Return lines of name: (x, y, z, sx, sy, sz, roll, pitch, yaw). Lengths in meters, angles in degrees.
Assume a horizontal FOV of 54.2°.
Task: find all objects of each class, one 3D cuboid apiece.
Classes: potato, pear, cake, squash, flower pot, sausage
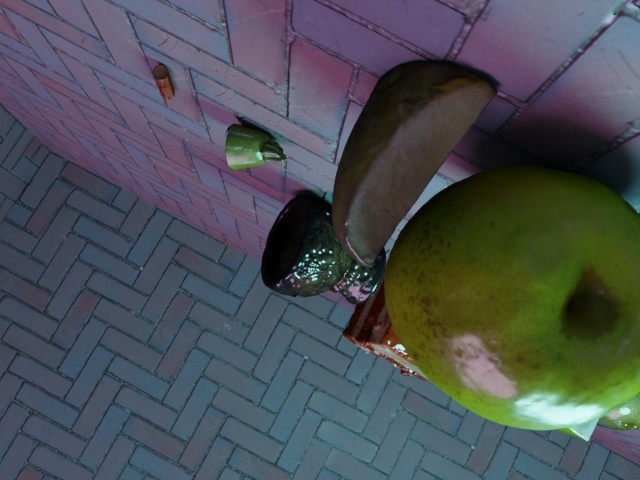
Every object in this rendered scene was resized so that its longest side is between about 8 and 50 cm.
potato: (0.759, 0.411, 1.683, 0.210, 0.173, 0.307, 35, 170, -21)
pear: (0.269, 0.070, 0.883, 0.391, 0.390, 0.391, 27, 169, 6)
cake: (0.270, 0.262, 1.948, 0.270, 0.269, 0.319, 31, 167, -14)
squash: (-0.130, -0.202, 1.363, 0.132, 0.105, 0.105, 5, 162, 16)
flower pot: (0.015, 0.044, 1.668, 0.267, 0.266, 0.267, 22, 172, -26)
sausage: (-0.334, -0.335, 1.344, 0.034, 0.034, 0.129, 29, 169, -1)
potato: (0.082, -0.097, 0.851, 0.112, 0.255, 0.269, 30, 169, -12)

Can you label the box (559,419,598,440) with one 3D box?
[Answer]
box: (0.581, 0.306, 1.418, 0.062, 0.260, 0.175, 35, 167, -15)
